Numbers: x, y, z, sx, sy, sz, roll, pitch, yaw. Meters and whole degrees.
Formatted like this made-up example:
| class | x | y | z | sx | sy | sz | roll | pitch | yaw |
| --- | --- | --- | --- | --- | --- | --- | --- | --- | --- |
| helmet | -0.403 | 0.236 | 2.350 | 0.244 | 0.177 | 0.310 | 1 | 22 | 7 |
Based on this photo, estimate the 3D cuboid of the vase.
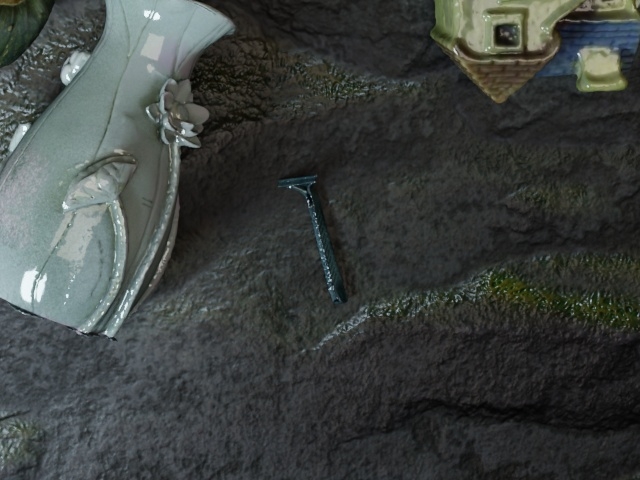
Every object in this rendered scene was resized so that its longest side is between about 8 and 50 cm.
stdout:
| class | x | y | z | sx | sy | sz | roll | pitch | yaw |
| --- | --- | --- | --- | --- | --- | --- | --- | --- | --- |
| vase | -0.265 | -0.117 | 1.868 | 0.250 | 0.250 | 0.445 | 22 | 92 | -13 |

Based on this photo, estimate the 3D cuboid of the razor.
| class | x | y | z | sx | sy | sz | roll | pitch | yaw |
| --- | --- | --- | --- | --- | --- | --- | --- | --- | --- |
| razor | 0.003 | -0.002 | 2.029 | 0.066 | 0.033 | 0.190 | -7 | 108 | 37 |

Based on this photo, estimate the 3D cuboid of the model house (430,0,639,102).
| class | x | y | z | sx | sy | sz | roll | pitch | yaw |
| --- | --- | --- | --- | --- | --- | --- | --- | --- | --- |
| model house | 0.290 | -0.315 | 1.912 | 0.321 | 0.261 | 0.266 | -4 | 103 | -3 |

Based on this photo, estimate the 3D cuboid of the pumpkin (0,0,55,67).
| class | x | y | z | sx | sy | sz | roll | pitch | yaw |
| --- | --- | --- | --- | --- | --- | --- | --- | --- | --- |
| pumpkin | -0.448 | -0.345 | 1.746 | 0.257 | 0.291 | 0.328 | 35 | 114 | 26 |
